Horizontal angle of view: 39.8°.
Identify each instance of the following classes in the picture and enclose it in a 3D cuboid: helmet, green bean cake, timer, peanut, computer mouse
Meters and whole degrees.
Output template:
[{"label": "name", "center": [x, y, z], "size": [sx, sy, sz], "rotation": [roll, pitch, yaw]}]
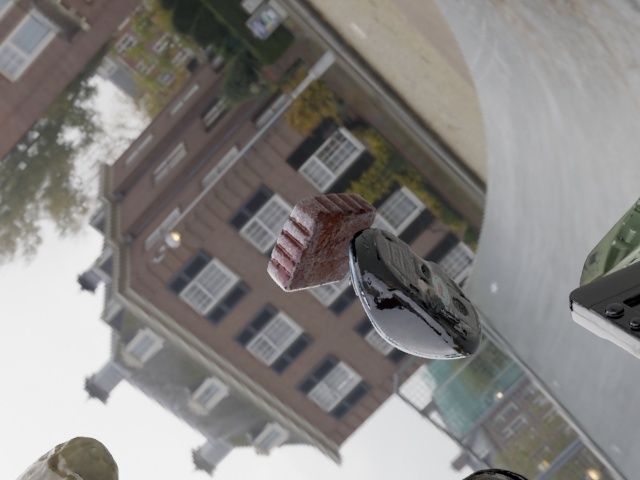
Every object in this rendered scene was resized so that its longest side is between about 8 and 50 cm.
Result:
[{"label": "helmet", "center": [0.479, -0.003, 1.182], "size": [0.137, 0.257, 0.204], "rotation": [34, -155, 4]}, {"label": "green bean cake", "center": [0.000, 0.000, 1.205], "size": [0.056, 0.135, 0.135], "rotation": [42, -149, 28]}, {"label": "timer", "center": [0.372, 0.081, 0.937], "size": [0.187, 0.144, 0.055], "rotation": [-139, 31, -62]}, {"label": "peanut", "center": [-0.250, 0.268, 0.835], "size": [0.100, 0.214, 0.099], "rotation": [14, -147, -9]}, {"label": "computer mouse", "center": [0.114, 0.080, 1.171], "size": [0.233, 0.096, 0.137], "rotation": [37, -157, -22]}]

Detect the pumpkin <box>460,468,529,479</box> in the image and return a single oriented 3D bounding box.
[{"label": "pumpkin", "center": [0.317, 0.562, 1.556], "size": [0.320, 0.192, 0.320], "rotation": [-5, -90, -77]}]
